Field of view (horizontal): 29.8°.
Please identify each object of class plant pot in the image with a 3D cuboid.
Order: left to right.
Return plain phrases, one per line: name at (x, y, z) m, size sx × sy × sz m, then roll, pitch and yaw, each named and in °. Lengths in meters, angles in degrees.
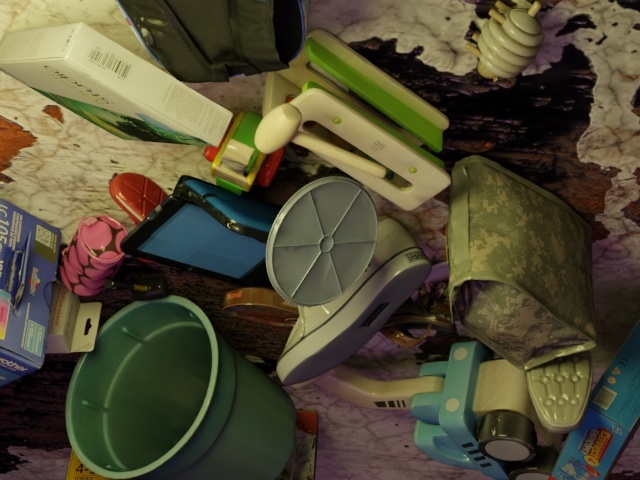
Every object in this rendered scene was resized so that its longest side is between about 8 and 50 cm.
plant pot at (-0.235, 0.321, 2.238) m, size 0.341 × 0.341 × 0.334 m, roll -18°, pitch 146°, yaw 26°

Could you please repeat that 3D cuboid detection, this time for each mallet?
mallet at (-0.314, 0.079, 2.069) m, size 0.062 × 0.039 × 0.190 m, roll -9°, pitch 173°, yaw 7°

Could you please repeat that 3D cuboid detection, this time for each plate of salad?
plate of salad at (0.257, 0.099, 2.105) m, size 0.200 × 0.048 × 0.200 m, roll 2°, pitch 144°, yaw 1°

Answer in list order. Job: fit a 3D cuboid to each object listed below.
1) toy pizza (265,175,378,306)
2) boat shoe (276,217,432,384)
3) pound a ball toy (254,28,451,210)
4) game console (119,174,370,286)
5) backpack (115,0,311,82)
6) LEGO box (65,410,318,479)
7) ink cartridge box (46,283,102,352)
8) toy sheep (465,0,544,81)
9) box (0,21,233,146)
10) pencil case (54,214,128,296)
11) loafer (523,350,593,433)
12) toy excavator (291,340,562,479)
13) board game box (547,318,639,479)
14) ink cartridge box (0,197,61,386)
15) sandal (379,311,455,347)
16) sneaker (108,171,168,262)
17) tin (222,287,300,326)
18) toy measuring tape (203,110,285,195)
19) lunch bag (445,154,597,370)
toy pizza at (0.000, 0.000, 1.761) m, size 0.032 × 0.201 × 0.201 m, roll 30°, pitch 169°, yaw 48°
boat shoe at (0.025, 0.091, 2.042) m, size 0.136 × 0.156 × 0.367 m, roll -1°, pitch 141°, yaw -45°
pound a ball toy at (0.031, -0.138, 1.676) m, size 0.319 × 0.208 × 0.136 m, roll 29°, pitch 136°, yaw -31°
game console at (-0.117, 0.024, 1.878) m, size 0.293 × 0.250 × 0.173 m, roll 17°, pitch 103°, yaw -41°
backpack at (-0.129, -0.324, 1.444) m, size 0.277 × 0.213 × 0.263 m, roll 0°, pitch 137°, yaw 17°
LEGO box at (-0.262, 0.542, 2.470) m, size 0.500 × 0.372 × 0.193 m, roll 2°, pitch 143°, yaw 1°
ink cartridge box at (-0.503, 0.139, 2.167) m, size 0.198 × 0.115 × 0.067 m, roll -1°, pitch 143°, yaw 4°
toy sheep at (0.250, -0.266, 1.593) m, size 0.091 × 0.091 × 0.132 m, roll 18°, pitch 136°, yaw -18°
box at (-0.286, -0.203, 1.605) m, size 0.232 × 0.058 × 0.322 m, roll 30°, pitch 172°, yaw -30°
pencil case at (-0.379, 0.024, 1.993) m, size 0.095 × 0.098 × 0.209 m, roll -26°, pitch 172°, yaw -29°
loafer at (0.387, 0.191, 1.988) m, size 0.112 × 0.319 × 0.111 m, roll 0°, pitch 136°, yaw 7°
toy excavator at (0.206, 0.306, 2.276) m, size 0.445 × 0.222 × 0.433 m, roll -10°, pitch 141°, yaw 31°
board game box at (0.533, 0.273, 2.102) m, size 0.086 × 0.308 × 0.302 m, roll 31°, pitch 148°, yaw 19°
ink cartridge box at (-0.583, 0.110, 2.005) m, size 0.395 × 0.270 × 0.151 m, roll -24°, pitch 140°, yaw 31°
sandal at (0.137, 0.164, 2.157) m, size 0.219 × 0.060 × 0.090 m, roll -3°, pitch 166°, yaw 21°
sneaker at (-0.289, -0.020, 1.963) m, size 0.128 × 0.087 × 0.221 m, roll -24°, pitch 134°, yaw 30°
tin at (-0.087, 0.118, 2.127) m, size 0.106 × 0.040 × 0.190 m, roll -9°, pitch 161°, yaw 43°
toy measuring tape at (-0.104, -0.138, 1.708) m, size 0.121 × 0.121 × 0.330 m, roll 7°, pitch 174°, yaw -5°
lunch bag at (0.286, 0.031, 1.854) m, size 0.169 × 0.235 × 0.287 m, roll -24°, pitch 135°, yaw 36°
